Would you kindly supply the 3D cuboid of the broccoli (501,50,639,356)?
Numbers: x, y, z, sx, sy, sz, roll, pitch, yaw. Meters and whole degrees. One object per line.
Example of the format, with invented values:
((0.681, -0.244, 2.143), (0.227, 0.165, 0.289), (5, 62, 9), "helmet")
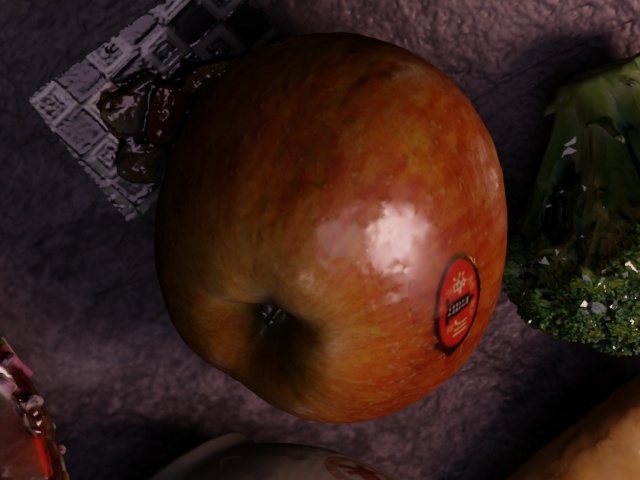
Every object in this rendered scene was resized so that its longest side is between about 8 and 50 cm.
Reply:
((0.262, -0.027, 1.514), (0.269, 0.261, 0.241), (-19, 91, 40), "broccoli")

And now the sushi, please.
((-0.114, -0.115, 1.511), (0.201, 0.031, 0.139), (-36, 112, 6), "sushi")

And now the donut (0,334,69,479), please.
((-0.339, 0.184, 1.544), (0.259, 0.136, 0.345), (-8, 113, -7), "donut")

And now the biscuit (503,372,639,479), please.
((0.317, 0.340, 1.694), (0.429, 0.104, 0.446), (38, 116, -18), "biscuit")

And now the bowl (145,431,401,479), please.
((-0.075, 0.264, 1.572), (0.337, 0.337, 0.157), (-42, 71, 9), "bowl")

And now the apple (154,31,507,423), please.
((0.000, 0.000, 1.431), (0.277, 0.250, 0.309), (-4, 108, 23), "apple")
